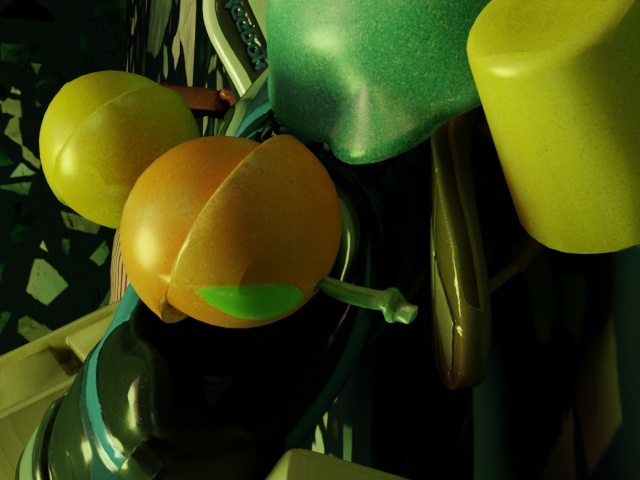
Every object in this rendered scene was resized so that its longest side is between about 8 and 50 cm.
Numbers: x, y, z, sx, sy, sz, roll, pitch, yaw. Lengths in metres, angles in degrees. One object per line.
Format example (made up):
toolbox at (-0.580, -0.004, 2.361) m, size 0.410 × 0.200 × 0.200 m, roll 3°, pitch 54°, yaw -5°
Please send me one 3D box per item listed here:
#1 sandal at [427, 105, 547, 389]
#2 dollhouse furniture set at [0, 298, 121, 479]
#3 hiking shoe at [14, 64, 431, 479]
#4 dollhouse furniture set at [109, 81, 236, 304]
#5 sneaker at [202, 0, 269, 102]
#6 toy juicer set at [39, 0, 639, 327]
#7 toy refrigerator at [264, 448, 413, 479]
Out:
sandal at (0.066, -0.019, 0.601) m, size 0.180 × 0.049 × 0.072 m, roll -77°, pitch -12°, yaw -53°
dollhouse furniture set at (-0.134, 0.134, 0.840) m, size 0.174 × 0.355 × 0.303 m, roll 67°, pitch 168°, yaw -11°
hiking shoe at (0.000, 0.000, 0.630) m, size 0.304 × 0.113 × 0.132 m, roll -62°, pitch 9°, yaw -33°
dollhouse furniture set at (-0.098, 0.005, 1.140) m, size 0.374 × 0.152 × 0.201 m, roll 179°, pitch 94°, yaw -79°
sneaker at (0.004, -0.046, 0.886) m, size 0.121 × 0.079 × 0.217 m, roll 21°, pitch -126°, yaw -76°
toy juicer set at (0.005, -0.070, 0.567) m, size 0.089 × 0.209 × 0.329 m, roll 58°, pitch -169°, yaw -32°
toy refrigerator at (-0.016, 0.192, 0.597) m, size 0.269 × 0.102 × 0.094 m, roll 123°, pitch 161°, yaw -47°
